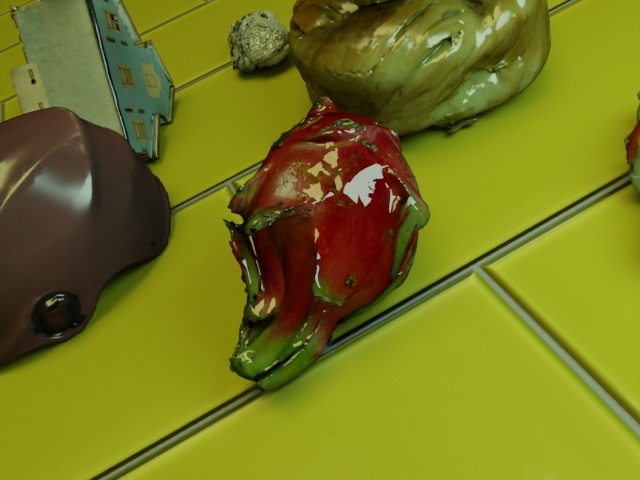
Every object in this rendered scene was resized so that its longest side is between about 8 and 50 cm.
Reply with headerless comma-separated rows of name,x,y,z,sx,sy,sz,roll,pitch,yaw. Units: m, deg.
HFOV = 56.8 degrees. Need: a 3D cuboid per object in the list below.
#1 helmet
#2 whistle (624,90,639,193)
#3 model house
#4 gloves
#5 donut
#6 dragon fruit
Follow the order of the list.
helmet,-0.359,-0.024,0.710,0.338,0.197,0.271,-38,47,-18
whistle,0.342,-0.091,0.550,0.101,0.105,0.253,-37,20,54
model house,-0.338,-0.235,0.926,0.178,0.271,0.206,-14,8,15
gloves,-0.108,-0.337,1.006,0.114,0.070,0.153,-25,44,-3
donut,0.121,-0.277,0.779,0.360,0.170,0.360,-13,41,12
dragon fruit,-0.017,-0.007,0.567,0.269,0.198,0.200,-45,56,-4
